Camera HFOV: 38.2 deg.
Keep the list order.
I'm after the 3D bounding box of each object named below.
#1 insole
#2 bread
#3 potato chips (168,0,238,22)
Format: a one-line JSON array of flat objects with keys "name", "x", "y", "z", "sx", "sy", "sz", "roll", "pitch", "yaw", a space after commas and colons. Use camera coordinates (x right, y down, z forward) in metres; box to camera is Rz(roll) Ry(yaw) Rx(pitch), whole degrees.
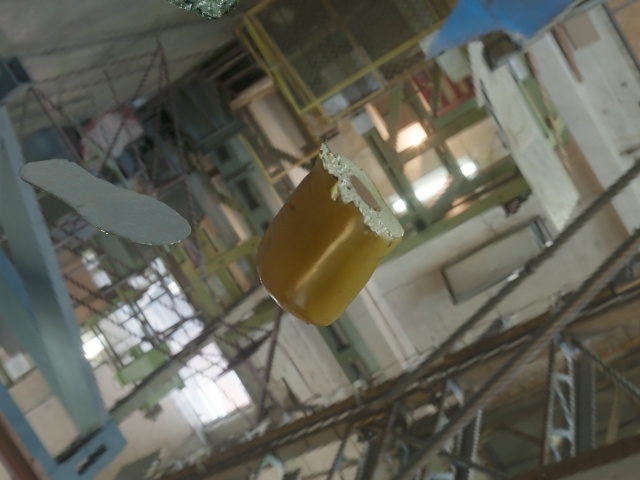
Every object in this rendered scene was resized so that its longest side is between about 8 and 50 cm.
[{"name": "insole", "x": -0.191, "y": -0.035, "z": 0.802, "sx": 0.197, "sy": 0.004, "sz": 0.065, "roll": 24, "pitch": -142, "yaw": 30}, {"name": "bread", "x": -0.001, "y": 0.000, "z": 0.964, "sx": 0.085, "sy": 0.134, "sz": 0.173, "roll": 8, "pitch": 129, "yaw": -41}, {"name": "potato chips", "x": -0.171, "y": -0.317, "z": 0.915, "sx": 0.167, "sy": 0.228, "sz": 0.059, "roll": -26, "pitch": -154, "yaw": -6}]
